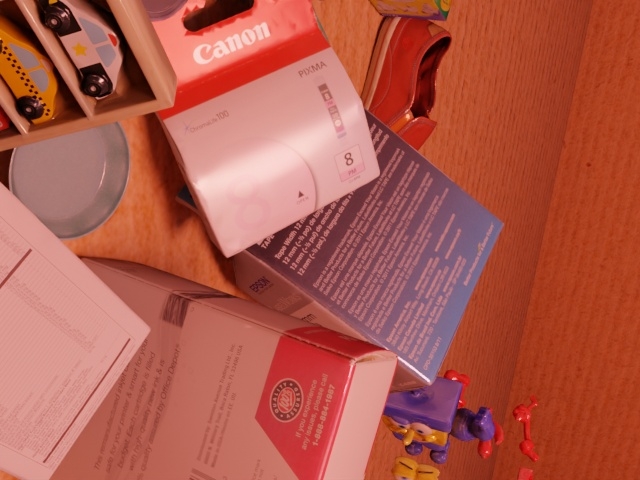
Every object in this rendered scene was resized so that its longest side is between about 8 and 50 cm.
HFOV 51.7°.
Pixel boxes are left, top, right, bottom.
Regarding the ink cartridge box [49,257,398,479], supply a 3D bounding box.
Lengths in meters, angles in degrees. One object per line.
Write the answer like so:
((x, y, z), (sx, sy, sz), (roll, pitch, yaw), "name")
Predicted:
((-0.102, 0.150, 0.579), (0.117, 0.283, 0.207), (15, 92, -65), "ink cartridge box")

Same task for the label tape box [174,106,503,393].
((0.025, -0.017, 0.801), (0.249, 0.347, 0.115), (-58, -171, -28), "label tape box")

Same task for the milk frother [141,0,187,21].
((-0.178, -0.169, 0.431), (0.129, 0.134, 0.143), (3, 102, -60), "milk frother")

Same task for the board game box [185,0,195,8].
((-0.096, -0.298, 0.618), (0.154, 0.026, 0.103), (-50, 143, -36), "board game box")

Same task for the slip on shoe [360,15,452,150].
((0.116, -0.167, 0.983), (0.123, 0.101, 0.331), (-4, 110, -61), "slip on shoe")

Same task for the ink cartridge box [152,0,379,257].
((-0.056, -0.126, 0.626), (0.189, 0.066, 0.232), (-29, 125, -17), "ink cartridge box")

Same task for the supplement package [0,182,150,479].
((-0.246, 0.034, 0.417), (0.139, 0.133, 0.244), (-59, 148, -24), "supplement package")

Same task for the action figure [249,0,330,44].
((-0.033, -0.245, 0.674), (0.137, 0.063, 0.232), (-46, 141, -35), "action figure")

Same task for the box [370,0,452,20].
((0.096, -0.343, 0.849), (0.179, 0.105, 0.043), (24, 83, -60), "box")

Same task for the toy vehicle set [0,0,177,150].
((-0.206, -0.168, 0.345), (0.035, 0.166, 0.267), (-94, 168, -46), "toy vehicle set")

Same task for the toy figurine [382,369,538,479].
((0.120, 0.209, 0.916), (0.191, 0.362, 0.217), (-63, 152, -31), "toy figurine")

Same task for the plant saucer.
((-0.210, -0.060, 0.549), (0.119, 0.021, 0.119), (-36, 135, -47), "plant saucer")
